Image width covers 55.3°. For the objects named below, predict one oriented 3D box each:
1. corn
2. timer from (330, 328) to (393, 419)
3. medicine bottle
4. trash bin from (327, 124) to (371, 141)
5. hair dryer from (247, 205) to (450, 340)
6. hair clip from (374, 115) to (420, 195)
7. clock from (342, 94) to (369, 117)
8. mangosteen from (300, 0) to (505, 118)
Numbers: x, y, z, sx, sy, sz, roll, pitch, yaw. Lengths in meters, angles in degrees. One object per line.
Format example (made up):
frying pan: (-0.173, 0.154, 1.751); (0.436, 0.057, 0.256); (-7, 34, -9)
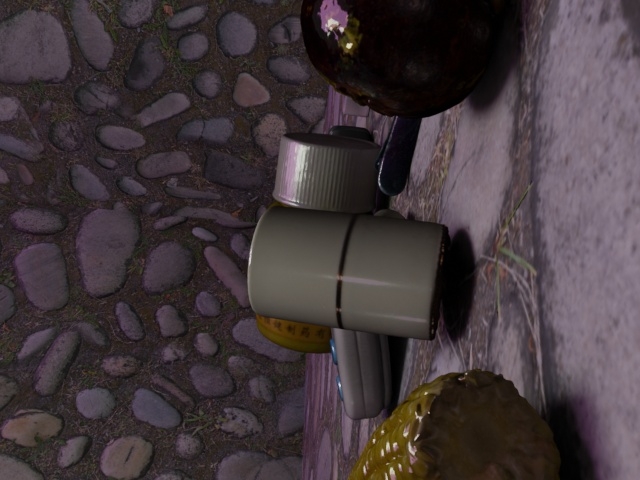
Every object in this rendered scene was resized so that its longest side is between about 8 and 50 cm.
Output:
corn: (0.080, 0.215, 0.477); (0.344, 0.131, 0.131); (102, 172, -49)
timer: (0.056, 0.129, 0.955); (0.237, 0.087, 0.261); (-94, -3, -71)
medicine bottle: (0.000, 0.000, 1.160); (0.224, 0.225, 0.384); (-99, 15, -74)
trash bin: (0.063, -0.147, 1.363); (0.236, 0.101, 0.176); (-96, 13, -56)
hair dryer: (0.062, 0.010, 0.775); (0.362, 0.203, 0.128); (-40, -46, -72)
hair clip: (0.132, -0.201, 0.892); (0.083, 0.048, 0.275); (-88, 10, -56)
clock: (0.093, -0.416, 1.492); (0.150, 0.063, 0.197); (98, 175, -46)
mangosteen: (0.088, -0.229, 0.589); (0.217, 0.192, 0.192); (-62, 10, 14)
